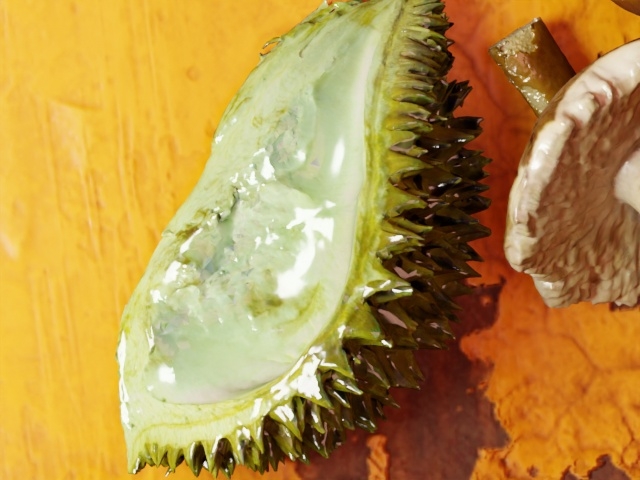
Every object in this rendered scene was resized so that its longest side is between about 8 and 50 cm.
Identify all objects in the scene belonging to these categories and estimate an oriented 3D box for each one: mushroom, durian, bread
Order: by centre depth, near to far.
[{"bbox_3d":[0.271,0.009,1.158,0.233,0.208,0.302,-43,81,14],"label":"mushroom"},{"bbox_3d":[0.005,0.003,1.188,0.198,0.163,0.394,19,85,26],"label":"durian"},{"bbox_3d":[0.160,-0.117,1.225,0.047,0.036,0.083,-39,99,-15],"label":"bread"}]

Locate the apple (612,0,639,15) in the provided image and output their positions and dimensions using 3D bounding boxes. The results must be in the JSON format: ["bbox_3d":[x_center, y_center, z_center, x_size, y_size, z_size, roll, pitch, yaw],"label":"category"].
[{"bbox_3d":[0.244,-0.265,1.138,0.253,0.253,0.254,-1,95,-12],"label":"apple"}]
